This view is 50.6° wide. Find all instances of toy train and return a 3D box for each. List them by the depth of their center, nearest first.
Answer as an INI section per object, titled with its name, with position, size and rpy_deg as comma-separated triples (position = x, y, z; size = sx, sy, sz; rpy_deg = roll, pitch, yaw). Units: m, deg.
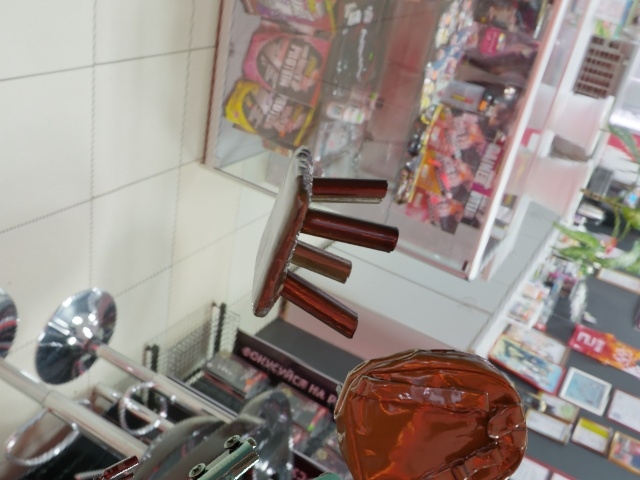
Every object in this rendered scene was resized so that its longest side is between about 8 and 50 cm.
[toy train]
position = -0.287, 0.688, 2.023
size = 0.248, 0.101, 0.159
rpy_deg = -35, -167, -16

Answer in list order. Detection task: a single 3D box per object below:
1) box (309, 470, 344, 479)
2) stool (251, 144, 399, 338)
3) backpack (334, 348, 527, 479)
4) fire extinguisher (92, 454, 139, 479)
[box]
position = 0.013, 0.458, 0.924
size = 0.205, 0.311, 0.118
rpy_deg = -7, 102, -29
[stool]
position = 0.000, 0.000, 1.409
size = 0.310, 0.226, 0.311
rpy_deg = -93, -157, -61
[backpack]
position = 0.220, 0.380, 1.366
size = 0.201, 0.377, 0.354
rpy_deg = -73, 160, -74
[fire extinguisher]
position = -0.425, 0.491, 1.417
size = 0.100, 0.046, 0.032
rpy_deg = -22, 165, -35
